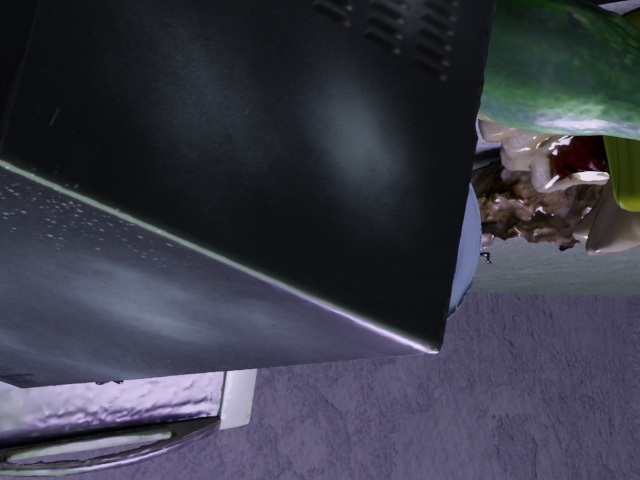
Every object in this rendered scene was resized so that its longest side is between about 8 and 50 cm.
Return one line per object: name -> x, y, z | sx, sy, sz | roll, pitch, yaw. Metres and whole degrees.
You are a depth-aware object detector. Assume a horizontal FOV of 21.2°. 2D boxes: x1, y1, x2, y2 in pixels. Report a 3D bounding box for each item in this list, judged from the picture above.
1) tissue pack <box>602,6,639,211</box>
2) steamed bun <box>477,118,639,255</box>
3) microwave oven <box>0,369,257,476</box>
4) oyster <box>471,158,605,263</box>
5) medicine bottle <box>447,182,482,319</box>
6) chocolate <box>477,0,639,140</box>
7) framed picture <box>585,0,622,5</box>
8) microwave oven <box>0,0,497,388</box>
tissue pack -> 0.334, -0.113, 1.220 | 0.200, 0.167, 0.274 | -12, -179, -10
steamed bun -> 0.338, -0.080, 1.478 | 0.427, 0.189, 0.247 | -6, 180, 15
microwave oven -> -0.286, 0.049, 1.774 | 0.394, 0.247, 0.333 | -6, -147, -21
oyster -> 0.239, -0.039, 2.134 | 0.337, 0.133, 0.197 | -8, 175, 30
medicine bottle -> 0.000, 0.000, 1.948 | 0.245, 0.245, 0.290 | 4, 172, -39
chocolate -> 0.118, -0.122, 1.106 | 0.291, 0.110, 0.110 | 20, -179, 21
framed picture -> 0.300, -0.196, 1.128 | 0.255, 0.014, 0.338 | -15, -177, -37
microwave oven -> -0.157, -0.071, 1.002 | 0.374, 0.236, 0.432 | 25, 158, -36
